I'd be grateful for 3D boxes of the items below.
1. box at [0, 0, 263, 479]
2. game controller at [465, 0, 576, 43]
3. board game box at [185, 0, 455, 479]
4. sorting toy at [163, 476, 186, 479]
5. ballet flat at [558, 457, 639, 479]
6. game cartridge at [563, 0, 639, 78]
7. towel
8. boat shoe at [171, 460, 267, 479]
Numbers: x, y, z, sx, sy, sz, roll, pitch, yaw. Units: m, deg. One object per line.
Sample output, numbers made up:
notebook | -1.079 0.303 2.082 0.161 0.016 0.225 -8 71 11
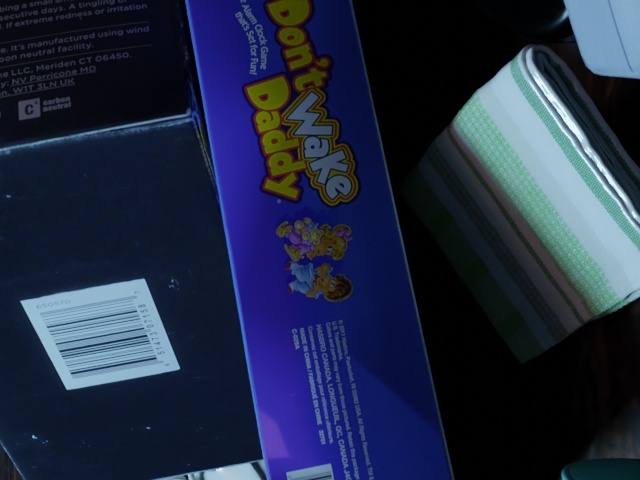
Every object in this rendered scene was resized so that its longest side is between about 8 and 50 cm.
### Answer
box | -0.141 -0.065 0.897 0.343 0.179 0.312 78 -178 -53
game controller | 0.070 -0.208 0.681 0.319 0.067 0.166 -131 43 -57
board game box | 0.000 0.000 0.759 0.233 0.078 0.347 75 -176 -71
sorting toy | -0.186 0.055 1.351 0.257 0.089 0.255 -124 36 -53
ballet flat | 0.148 0.119 0.528 0.203 0.074 0.074 169 97 -67
game cartridge | 0.131 -0.186 0.347 0.060 0.196 0.294 -167 74 -69
towel | 0.096 -0.012 0.657 0.113 0.023 0.152 57 155 7
boat shoe | -0.069 0.153 1.065 0.267 0.088 0.096 -122 35 -51
